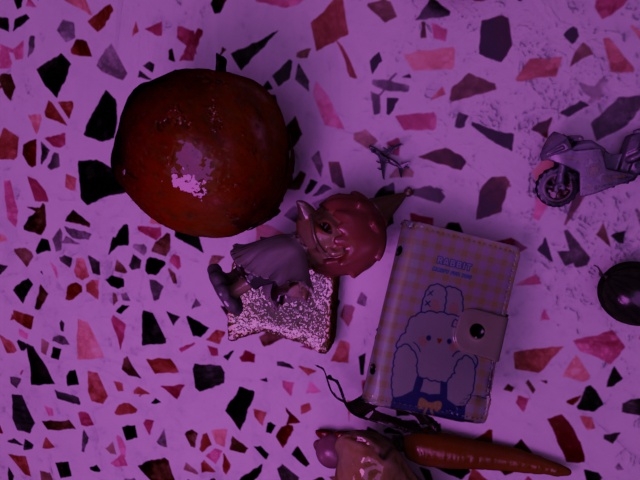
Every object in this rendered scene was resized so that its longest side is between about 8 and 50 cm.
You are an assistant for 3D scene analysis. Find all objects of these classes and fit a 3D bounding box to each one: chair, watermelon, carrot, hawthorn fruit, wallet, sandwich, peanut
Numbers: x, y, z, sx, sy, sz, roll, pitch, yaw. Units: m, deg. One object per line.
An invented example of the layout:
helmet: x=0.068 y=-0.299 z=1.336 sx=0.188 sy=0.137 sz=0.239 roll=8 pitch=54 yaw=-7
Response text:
chair: x=0.114 y=0.284 z=0.995 sx=0.149 sy=0.174 sz=0.213 roll=-33 pitch=93 yaw=-11
watermelon: x=0.498 y=0.079 z=0.882 sx=0.133 sy=0.105 sz=0.105 roll=32 pitch=107 yaw=5
carrot: x=0.295 y=0.403 z=1.027 sx=0.335 sy=0.069 sz=0.069 roll=4 pitch=102 yaw=11
hawthorn fruit: x=-0.201 y=-0.147 z=0.934 sx=0.315 sy=0.316 sz=0.316 roll=3 pitch=102 yaw=14
wallet: x=0.202 y=0.138 z=0.917 sx=0.223 sy=0.077 sz=0.310 roll=15 pitch=83 yaw=-10
sandwich: x=-0.071 y=0.118 z=1.063 sx=0.214 sy=0.065 sz=0.186 roll=9 pitch=103 yaw=12
peanut: x=0.132 y=0.497 z=1.023 sx=0.158 sy=0.174 sz=0.340 roll=-40 pitch=92 yaw=-3

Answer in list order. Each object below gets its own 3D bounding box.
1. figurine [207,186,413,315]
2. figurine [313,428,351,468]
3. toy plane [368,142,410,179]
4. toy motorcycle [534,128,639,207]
figurine: x=0.000 y=0.000 z=0.927 sx=0.386 sy=0.207 sz=0.166 roll=-28 pitch=112 yaw=-6
figurine: x=0.022 y=0.422 z=1.099 sx=0.083 sy=0.067 sz=0.071 roll=-3 pitch=80 yaw=31
toy plane: x=0.120 y=-0.148 z=0.980 sx=0.084 sy=0.024 sz=0.078 roll=30 pitch=125 yaw=7
toy motorcycle: x=0.447 y=-0.134 z=0.871 sx=0.215 sy=0.080 sz=0.123 roll=-17 pitch=99 yaw=12
